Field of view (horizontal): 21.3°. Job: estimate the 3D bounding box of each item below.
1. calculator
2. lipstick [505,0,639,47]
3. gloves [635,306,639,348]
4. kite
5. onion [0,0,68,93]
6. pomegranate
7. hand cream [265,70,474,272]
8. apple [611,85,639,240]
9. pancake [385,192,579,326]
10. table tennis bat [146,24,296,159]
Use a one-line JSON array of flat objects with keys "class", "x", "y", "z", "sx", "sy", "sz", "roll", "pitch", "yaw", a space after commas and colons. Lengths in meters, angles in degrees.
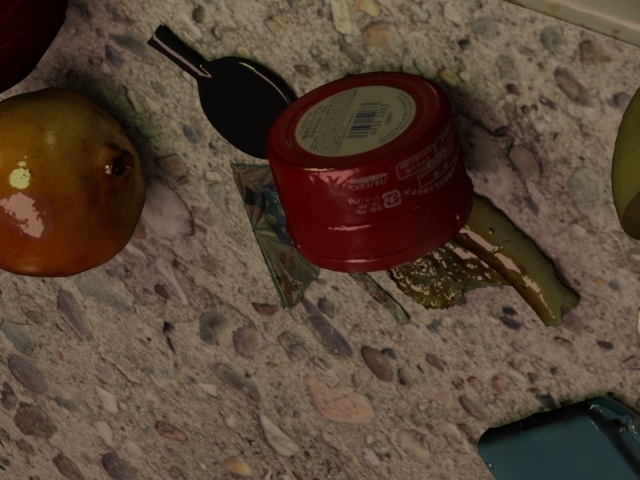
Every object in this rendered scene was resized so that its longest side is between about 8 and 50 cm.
[{"class": "calculator", "x": 0.327, "y": 0.291, "z": 2.192, "sx": 0.173, "sy": 0.051, "sz": 0.293, "roll": 51, "pitch": 141, "yaw": -11}, {"class": "lipstick", "x": 0.232, "y": -0.264, "z": 1.761, "sx": 0.264, "sy": 0.059, "sz": 0.059, "roll": 24, "pitch": 137, "yaw": 23}, {"class": "gloves", "x": 0.385, "y": 0.103, "z": 1.982, "sx": 0.044, "sy": 0.037, "sz": 0.081, "roll": 11, "pitch": 126, "yaw": -2}, {"class": "kite", "x": 0.000, "y": 0.000, "z": 2.235, "sx": 0.314, "sy": 0.011, "sz": 0.335, "roll": 41, "pitch": 142, "yaw": 3}, {"class": "onion", "x": -0.474, "y": -0.318, "z": 2.129, "sx": 0.341, "sy": 0.341, "sz": 0.341, "roll": 23, "pitch": 137, "yaw": 23}, {"class": "pomegranate", "x": -0.358, "y": -0.080, "z": 2.290, "sx": 0.264, "sy": 0.264, "sz": 0.264, "roll": 23, "pitch": 137, "yaw": 23}, {"class": "hand cream", "x": 0.056, "y": -0.082, "z": 1.947, "sx": 0.230, "sy": 0.230, "sz": 0.149, "roll": 11, "pitch": 131, "yaw": 33}, {"class": "apple", "x": 0.420, "y": -0.060, "z": 1.615, "sx": 0.292, "sy": 0.292, "sz": 0.254, "roll": 34, "pitch": 160, "yaw": 11}, {"class": "pancake", "x": 0.137, "y": 0.018, "z": 2.095, "sx": 0.376, "sy": 0.054, "sz": 0.197, "roll": 19, "pitch": 135, "yaw": 24}, {"class": "table tennis bat", "x": -0.121, "y": -0.190, "z": 2.152, "sx": 0.236, "sy": 0.027, "sz": 0.150, "roll": 38, "pitch": 141, "yaw": 4}]
